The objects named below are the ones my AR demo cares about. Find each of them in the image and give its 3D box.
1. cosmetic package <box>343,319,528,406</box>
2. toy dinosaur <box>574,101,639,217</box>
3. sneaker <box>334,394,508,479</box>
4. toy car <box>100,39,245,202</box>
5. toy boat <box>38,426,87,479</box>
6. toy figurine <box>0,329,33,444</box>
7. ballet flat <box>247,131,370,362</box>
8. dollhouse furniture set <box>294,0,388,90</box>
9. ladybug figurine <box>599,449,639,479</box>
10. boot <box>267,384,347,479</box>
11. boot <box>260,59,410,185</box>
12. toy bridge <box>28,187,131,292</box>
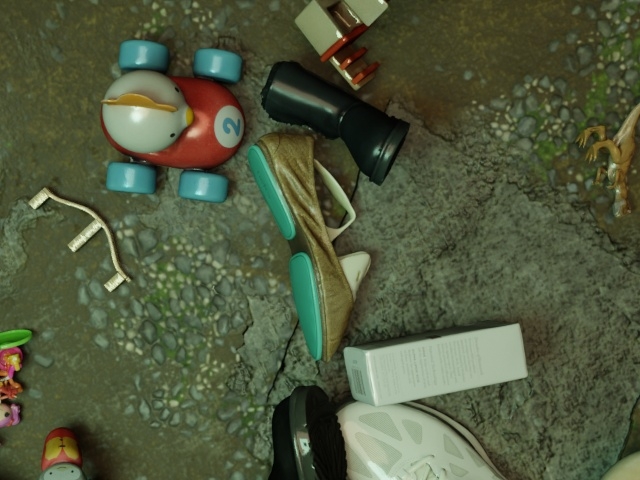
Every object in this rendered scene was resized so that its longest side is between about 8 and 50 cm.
[{"bbox_3d":[0.162,0.171,1.462,0.231,0.117,0.086,-10,90,-15],"label":"cosmetic package"},{"bbox_3d":[0.442,-0.142,1.519,0.112,0.064,0.212,10,100,-18],"label":"toy dinosaur"},{"bbox_3d":[0.202,0.370,1.416,0.447,0.257,0.169,34,91,0],"label":"sneaker"},{"bbox_3d":[-0.214,-0.171,1.422,0.210,0.238,0.219,7,91,0],"label":"toy car"},{"bbox_3d":[-0.452,0.396,1.433,0.318,0.148,0.267,-42,118,6],"label":"toy boat"},{"bbox_3d":[-0.492,0.228,1.507,0.173,0.130,0.159,-14,105,-24],"label":"toy figurine"},{"bbox_3d":[0.000,0.000,1.501,0.124,0.116,0.343,-17,86,-19],"label":"ballet flat"},{"bbox_3d":[0.101,-0.347,1.430,0.135,0.262,0.259,48,124,-2],"label":"dollhouse furniture set"},{"bbox_3d":[0.566,0.464,1.461,0.449,0.162,0.305,39,88,-2],"label":"ladybug figurine"},{"bbox_3d":[-0.099,0.371,1.433,0.260,0.131,0.348,-3,101,16],"label":"boot"},{"bbox_3d":[0.013,-0.167,1.423,0.207,0.246,0.094,25,103,-3],"label":"boot"},{"bbox_3d":[-0.346,-0.008,1.529,0.063,0.026,0.188,-43,91,-1],"label":"toy bridge"}]
